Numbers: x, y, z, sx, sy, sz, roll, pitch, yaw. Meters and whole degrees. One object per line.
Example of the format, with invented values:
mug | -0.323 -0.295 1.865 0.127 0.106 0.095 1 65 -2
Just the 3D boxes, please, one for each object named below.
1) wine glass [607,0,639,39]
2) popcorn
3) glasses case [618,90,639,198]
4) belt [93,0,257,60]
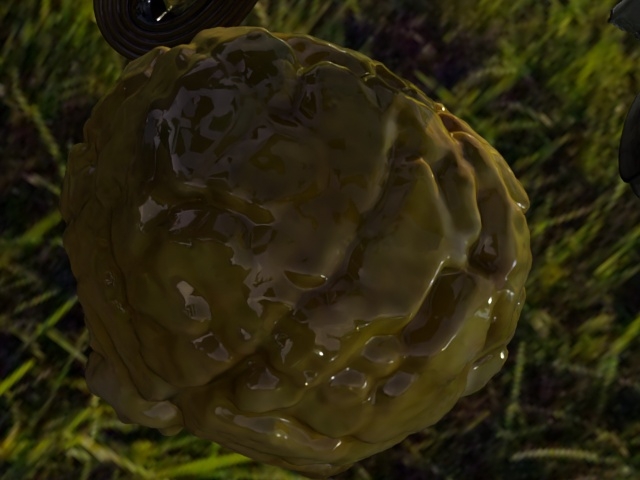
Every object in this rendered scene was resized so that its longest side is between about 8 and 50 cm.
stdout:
wine glass | 0.236 -0.114 0.577 0.196 0.165 0.165 32 39 13
popcorn | -0.032 0.004 1.182 0.354 0.390 0.344 52 53 -46
glasses case | 0.282 -0.122 0.866 0.060 0.299 0.114 26 63 -7
belt | -0.169 -0.397 1.940 0.217 0.338 0.122 35 23 -10
